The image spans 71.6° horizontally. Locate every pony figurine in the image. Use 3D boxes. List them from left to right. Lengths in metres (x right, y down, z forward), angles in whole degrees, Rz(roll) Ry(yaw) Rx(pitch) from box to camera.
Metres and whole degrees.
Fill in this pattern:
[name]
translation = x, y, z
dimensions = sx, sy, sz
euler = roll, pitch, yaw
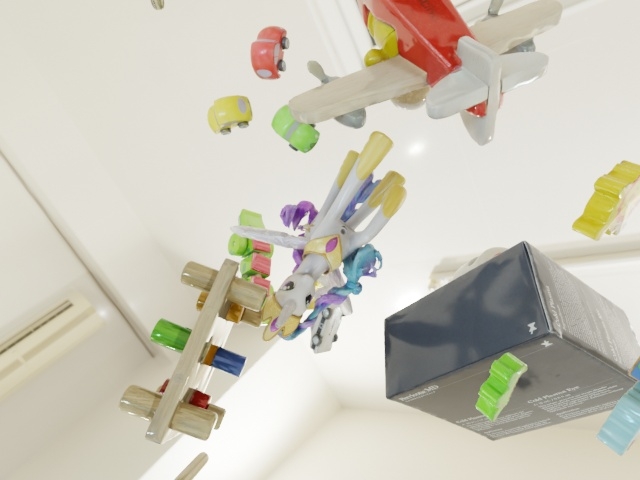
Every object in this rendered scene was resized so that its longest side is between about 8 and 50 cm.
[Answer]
[pony figurine]
translation = 0.000, 0.000, 0.819
dimensions = 0.363, 0.303, 0.351
euler = -55, -172, -3

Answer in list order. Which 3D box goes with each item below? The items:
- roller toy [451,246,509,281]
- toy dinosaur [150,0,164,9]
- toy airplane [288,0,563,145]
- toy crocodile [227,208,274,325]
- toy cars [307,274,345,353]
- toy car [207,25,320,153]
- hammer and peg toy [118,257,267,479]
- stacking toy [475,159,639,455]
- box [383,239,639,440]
[roller toy]
translation = 0.434, 0.122, 1.081
dimensions = 0.146, 0.191, 0.209
euler = 127, -20, -55
[toy dinosaur]
translation = -0.191, -0.435, 0.631
dimensions = 0.064, 0.118, 0.268
euler = 0, 144, -50
[toy airplane]
translation = 0.183, -0.308, 0.758
dimensions = 0.386, 0.272, 0.384
euler = 18, -110, 9
[toy crocodile]
translation = -0.171, 0.065, 1.165
dimensions = 0.105, 0.115, 0.340
euler = -32, -129, 38
[toy cars]
translation = -0.005, 0.182, 1.358
dimensions = 0.087, 0.393, 0.176
euler = 26, -128, 37
[toy car]
translation = -0.093, -0.250, 0.819
dimensions = 0.239, 0.225, 0.053
euler = -50, 165, 17
[hammer and peg toy]
translation = -0.201, 0.222, 0.681
dimensions = 0.266, 0.127, 0.361
euler = 113, -2, -71
[stacking toy]
translation = 0.216, 0.082, 0.281
dimensions = 0.052, 0.221, 0.167
euler = -4, -149, -39
[box]
translation = 0.347, 0.210, 0.826
dimensions = 0.343, 0.313, 0.179
euler = -40, -147, 39
